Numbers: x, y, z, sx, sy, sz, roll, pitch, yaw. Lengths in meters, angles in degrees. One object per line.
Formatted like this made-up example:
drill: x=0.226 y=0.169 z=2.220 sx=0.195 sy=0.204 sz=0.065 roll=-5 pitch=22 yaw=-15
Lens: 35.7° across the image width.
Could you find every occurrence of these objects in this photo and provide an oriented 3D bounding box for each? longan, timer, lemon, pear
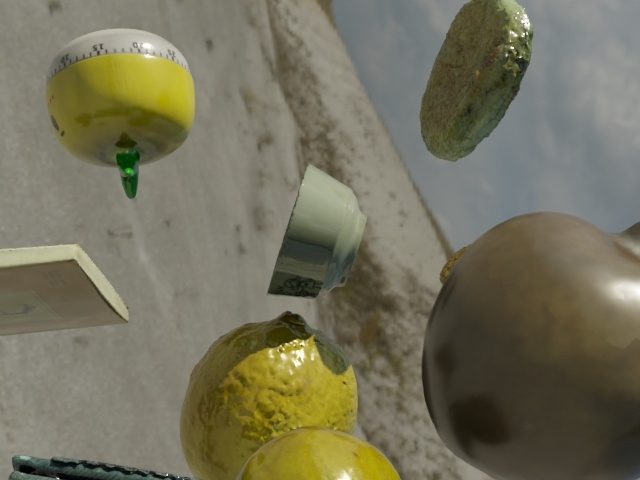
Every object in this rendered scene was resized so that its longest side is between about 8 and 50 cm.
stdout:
longan: x=0.233 y=0.101 z=0.942 sx=0.243 sy=0.300 sz=0.300 roll=54 pitch=17 yaw=-41
timer: x=-0.344 y=-0.204 z=1.744 sx=0.285 sy=0.285 sz=0.285 roll=171 pitch=-90 yaw=-89
lemon: x=-0.079 y=0.267 z=1.505 sx=0.268 sy=0.268 sz=0.322 roll=-112 pitch=-137 yaw=-85
pear: x=0.001 y=0.230 z=0.819 sx=0.162 sy=0.149 sz=0.149 roll=33 pitch=-43 yaw=55

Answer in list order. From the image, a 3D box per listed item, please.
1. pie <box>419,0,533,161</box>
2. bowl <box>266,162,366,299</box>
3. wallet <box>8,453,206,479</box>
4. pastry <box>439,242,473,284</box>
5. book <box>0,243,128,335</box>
pie: x=0.238 y=-0.256 z=1.540 sx=0.277 sy=0.078 sz=0.277 roll=-58 pitch=-161 yaw=33
bowl: x=0.000 y=0.000 z=1.489 sx=0.211 sy=0.112 sz=0.211 roll=-161 pitch=-90 yaw=-90
wallet: x=-0.131 y=0.318 z=0.987 sx=0.237 sy=0.342 sz=0.075 roll=95 pitch=5 yaw=-46
pastry: x=0.244 y=0.051 z=1.649 sx=0.057 sy=0.097 sz=0.109 roll=41 pitch=-15 yaw=-19
book: x=-0.449 y=0.078 z=1.200 sx=0.269 sy=0.389 sz=0.032 roll=87 pitch=-3 yaw=-70
